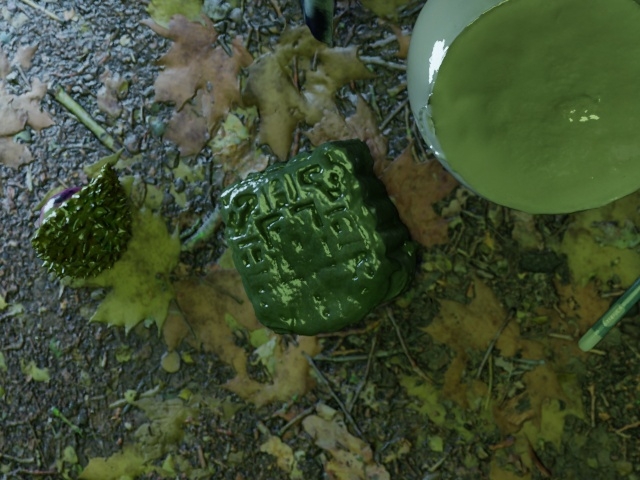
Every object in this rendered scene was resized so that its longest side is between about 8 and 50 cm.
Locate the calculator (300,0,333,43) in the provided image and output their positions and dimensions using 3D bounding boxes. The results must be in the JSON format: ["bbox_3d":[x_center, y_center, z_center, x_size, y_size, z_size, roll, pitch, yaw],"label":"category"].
[{"bbox_3d":[-0.005,-0.383,1.301,0.040,0.177,0.268,-3,129,-9],"label":"calculator"}]

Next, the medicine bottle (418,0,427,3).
[{"bbox_3d":[0.203,-0.446,1.240,0.340,0.208,0.208,-31,85,19],"label":"medicine bottle"}]

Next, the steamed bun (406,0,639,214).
[{"bbox_3d":[0.259,-0.190,1.229,0.324,0.206,0.324,2,120,3],"label":"steamed bun"}]

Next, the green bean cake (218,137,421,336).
[{"bbox_3d":[0.000,0.000,1.407,0.222,0.125,0.227,-21,93,21],"label":"green bean cake"}]

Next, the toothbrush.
[{"bbox_3d":[0.407,0.034,1.315,0.019,0.025,0.275,43,107,10],"label":"toothbrush"}]

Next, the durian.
[{"bbox_3d":[-0.345,-0.006,1.529,0.187,0.108,0.119,-43,81,18],"label":"durian"}]
